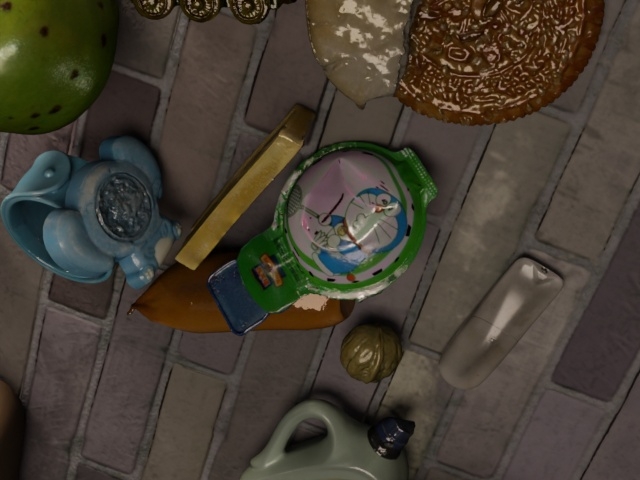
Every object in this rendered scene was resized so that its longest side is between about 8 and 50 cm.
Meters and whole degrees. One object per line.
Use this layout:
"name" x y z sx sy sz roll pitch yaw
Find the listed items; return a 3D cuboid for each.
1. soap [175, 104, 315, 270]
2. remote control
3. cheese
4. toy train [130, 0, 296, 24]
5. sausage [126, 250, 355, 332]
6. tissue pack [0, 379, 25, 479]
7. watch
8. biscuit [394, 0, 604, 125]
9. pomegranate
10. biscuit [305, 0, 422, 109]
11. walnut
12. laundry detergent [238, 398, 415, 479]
"soap" -0.096 -0.068 1.707 0.037 0.092 0.252 36 122 -10
"remote control" 0.231 0.119 1.762 0.073 0.044 0.229 33 123 -3
"cheese" 0.000 0.000 1.678 0.320 0.083 0.204 -34 71 9
"toy train" -0.135 -0.331 1.567 0.226 0.090 0.137 4 117 12
"sausage" -0.115 0.069 1.786 0.328 0.112 0.112 -4 119 16
"tissue pack" -0.607 0.392 2.003 0.267 0.277 0.387 21 122 5
"watch" -0.312 -0.023 1.754 0.193 0.211 0.211 -9 119 42
"biscuit" 0.176 -0.268 1.552 0.305 0.038 0.305 6 121 11
"pomegranate" -0.348 -0.276 1.561 0.260 0.260 0.340 33 121 -6
"biscuit" 0.052 -0.284 1.531 0.141 0.038 0.289 20 122 6
"walnut" 0.069 0.151 1.802 0.092 0.092 0.092 6 121 11
"laundry detergent" 0.023 0.326 1.900 0.215 0.105 0.280 39 123 0
